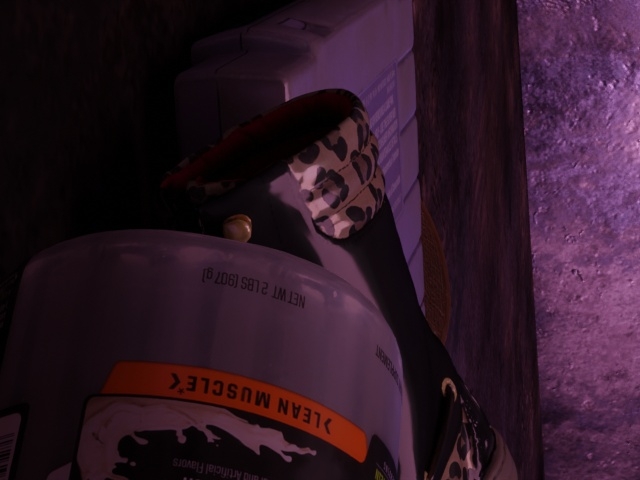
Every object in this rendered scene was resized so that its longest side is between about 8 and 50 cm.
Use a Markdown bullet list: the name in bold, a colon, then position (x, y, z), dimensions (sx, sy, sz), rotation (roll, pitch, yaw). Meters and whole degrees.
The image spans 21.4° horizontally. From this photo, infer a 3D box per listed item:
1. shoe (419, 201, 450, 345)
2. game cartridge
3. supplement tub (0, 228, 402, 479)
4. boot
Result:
- **shoe**: position (0.041, 0.071, 1.046), dimensions (0.076, 0.058, 0.219), rotation (31, 52, -54)
- **game cartridge**: position (0.000, 0.000, 0.811), dimensions (0.355, 0.068, 0.230), rotation (-51, 135, -73)
- **supplement tub**: position (-0.042, 0.103, 0.414), dimensions (0.117, 0.117, 0.190), rotation (73, 19, -56)
- **boot**: position (-0.027, 0.071, 0.561), dimensions (0.236, 0.085, 0.178), rotation (-42, 120, -45)
